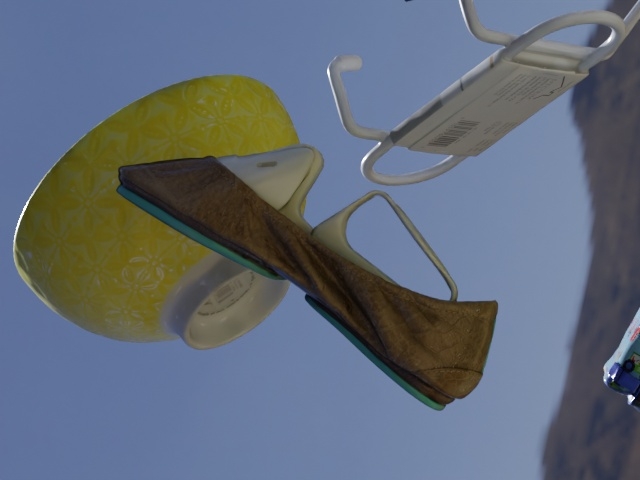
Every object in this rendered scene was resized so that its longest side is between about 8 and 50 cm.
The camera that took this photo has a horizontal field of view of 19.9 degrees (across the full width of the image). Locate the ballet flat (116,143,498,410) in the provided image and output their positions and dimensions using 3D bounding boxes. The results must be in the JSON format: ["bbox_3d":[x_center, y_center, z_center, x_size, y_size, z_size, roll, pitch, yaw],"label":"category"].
[{"bbox_3d":[0.000,0.000,1.492,0.124,0.342,0.116,-57,-10,4],"label":"ballet flat"}]

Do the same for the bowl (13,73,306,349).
[{"bbox_3d":[-0.115,0.004,1.659,0.289,0.156,0.289,-30,-27,-17],"label":"bowl"}]

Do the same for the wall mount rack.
[{"bbox_3d":[0.191,-0.179,1.842,0.304,0.350,0.130,3,-116,-38],"label":"wall mount rack"}]

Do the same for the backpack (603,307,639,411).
[{"bbox_3d":[0.334,0.074,1.577,0.173,0.117,0.158,-61,-7,12],"label":"backpack"}]
